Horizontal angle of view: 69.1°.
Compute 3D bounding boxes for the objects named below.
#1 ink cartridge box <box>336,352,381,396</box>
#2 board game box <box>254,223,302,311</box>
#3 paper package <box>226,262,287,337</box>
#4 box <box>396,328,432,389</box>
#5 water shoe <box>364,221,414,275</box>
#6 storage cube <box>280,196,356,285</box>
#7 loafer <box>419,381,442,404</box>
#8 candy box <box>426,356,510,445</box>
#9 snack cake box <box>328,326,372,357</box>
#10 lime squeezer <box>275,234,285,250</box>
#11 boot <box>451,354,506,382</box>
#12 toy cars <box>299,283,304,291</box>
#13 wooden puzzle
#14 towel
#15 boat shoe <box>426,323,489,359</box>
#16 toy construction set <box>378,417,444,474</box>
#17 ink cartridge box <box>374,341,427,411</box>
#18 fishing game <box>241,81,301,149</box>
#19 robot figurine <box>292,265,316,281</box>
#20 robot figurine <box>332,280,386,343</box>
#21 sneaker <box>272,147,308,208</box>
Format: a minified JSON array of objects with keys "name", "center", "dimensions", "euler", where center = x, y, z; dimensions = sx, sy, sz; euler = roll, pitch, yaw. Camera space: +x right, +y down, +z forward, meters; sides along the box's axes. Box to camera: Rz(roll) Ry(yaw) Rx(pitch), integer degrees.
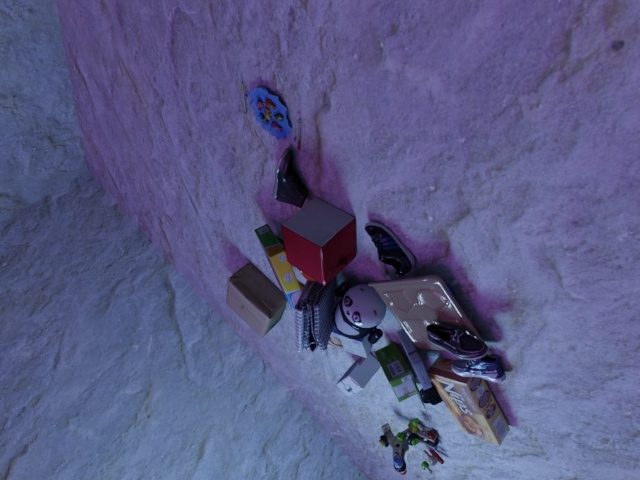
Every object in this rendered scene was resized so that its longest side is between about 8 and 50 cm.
[{"name":"ink cartridge box","center":[0.177,0.627,2.168],"dimensions":[0.092,0.158,0.218],"euler":[43,151,7]},{"name":"board game box","center":[-0.162,0.118,1.929],"dimensions":[0.242,0.064,0.316],"euler":[51,164,55]},{"name":"paper package","center":[-0.346,0.326,2.497],"dimensions":[0.309,0.168,0.325],"euler":[42,150,10]},{"name":"box","center":[0.349,0.439,1.733],"dimensions":[0.186,0.038,0.145],"euler":[-109,-5,-61]},{"name":"water shoe","center":[0.208,0.024,1.468],"dimensions":[0.203,0.080,0.073],"euler":[43,150,9]},{"name":"storage cube","center":[0.000,0.000,1.614],"dimensions":[0.215,0.184,0.193],"euler":[30,145,30]},{"name":"loafer","center":[0.425,0.590,1.812],"dimensions":[0.223,0.076,0.078],"euler":[42,-162,-56]},{"name":"candy box","center":[0.540,0.585,1.698],"dimensions":[0.183,0.087,0.316],"euler":[-2,123,55]},{"name":"snack cake box","center":[0.087,0.399,2.008],"dimensions":[0.264,0.089,0.152],"euler":[14,147,25]},{"name":"lime squeezer","center":[-0.117,-0.004,1.919],"dimensions":[0.310,0.059,0.109],"euler":[-18,81,60]},{"name":"boot","center":[0.518,0.409,1.550],"dimensions":[0.190,0.069,0.086],"euler":[-3,117,45]},{"name":"toy cars","center":[-0.045,0.279,2.114],"dimensions":[0.176,0.087,0.394],"euler":[52,151,-9]},{"name":"wooden puzzle","center":[0.362,0.234,1.531],"dimensions":[0.348,0.080,0.322],"euler":[50,151,-15]},{"name":"towel","center":[-0.009,0.272,1.822],"dimensions":[0.121,0.283,0.235],"euler":[6,120,12]},{"name":"boat shoe","center":[0.406,0.301,1.404],"dimensions":[0.206,0.075,0.065],"euler":[9,141,52]},{"name":"toy construction set","center":[0.431,0.971,2.250],"dimensions":[0.309,0.257,0.237],"euler":[38,178,-32]},{"name":"ink cartridge box","center":[0.328,0.574,1.881],"dimensions":[0.189,0.097,0.255],"euler":[-116,1,-63]},{"name":"fishing game","center":[-0.167,-0.402,1.495],"dimensions":[0.264,0.041,0.189],"euler":[38,152,16]},{"name":"robot figurine","center":[-0.036,0.070,1.775],"dimensions":[0.158,0.128,0.219],"euler":[45,-176,-47]},{"name":"robot figurine","center":[0.142,0.276,1.766],"dimensions":[0.209,0.173,0.278],"euler":[20,150,-3]},{"name":"sneaker","center":[-0.092,-0.214,1.606],"dimensions":[0.118,0.083,0.222],"euler":[22,139,7]}]
